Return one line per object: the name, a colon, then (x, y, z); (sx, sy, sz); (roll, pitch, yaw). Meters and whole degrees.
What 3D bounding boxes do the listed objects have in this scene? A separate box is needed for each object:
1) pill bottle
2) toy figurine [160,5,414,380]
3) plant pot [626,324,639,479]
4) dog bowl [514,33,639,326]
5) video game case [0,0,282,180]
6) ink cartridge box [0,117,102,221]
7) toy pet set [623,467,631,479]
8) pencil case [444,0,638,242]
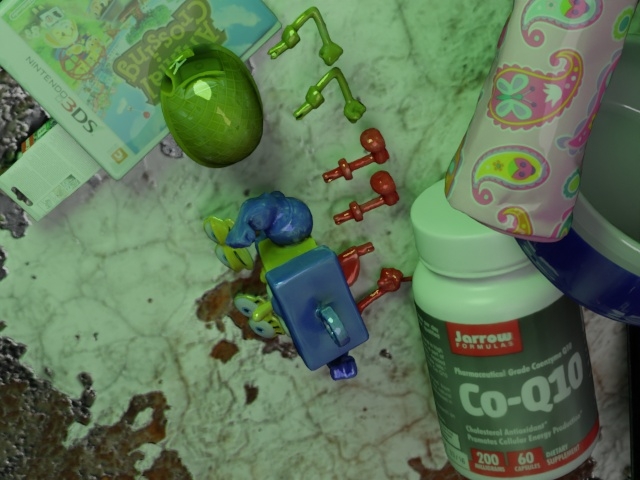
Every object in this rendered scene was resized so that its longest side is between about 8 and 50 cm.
pill bottle: (0.178, 0.084, 1.782); (0.161, 0.161, 0.283); (-15, 118, -4)
toy figurine: (0.000, 0.000, 1.652); (0.191, 0.217, 0.363); (-22, 126, -3)
plant pot: (0.436, 0.163, 1.845); (0.167, 0.188, 0.188); (2, 84, -34)
dog bowl: (0.297, -0.056, 1.674); (0.264, 0.265, 0.104); (13, 144, -17)
video game case: (-0.171, -0.190, 1.636); (0.212, 0.023, 0.193); (-43, 116, 0)
ink cartridge box: (-0.242, -0.077, 1.693); (0.115, 0.029, 0.063); (-40, 116, 10)
toy pet set: (0.390, 0.250, 1.960); (0.122, 0.065, 0.114); (-13, 118, -5)
pencil case: (0.194, -0.143, 1.499); (0.124, 0.124, 0.284); (13, 106, -17)
